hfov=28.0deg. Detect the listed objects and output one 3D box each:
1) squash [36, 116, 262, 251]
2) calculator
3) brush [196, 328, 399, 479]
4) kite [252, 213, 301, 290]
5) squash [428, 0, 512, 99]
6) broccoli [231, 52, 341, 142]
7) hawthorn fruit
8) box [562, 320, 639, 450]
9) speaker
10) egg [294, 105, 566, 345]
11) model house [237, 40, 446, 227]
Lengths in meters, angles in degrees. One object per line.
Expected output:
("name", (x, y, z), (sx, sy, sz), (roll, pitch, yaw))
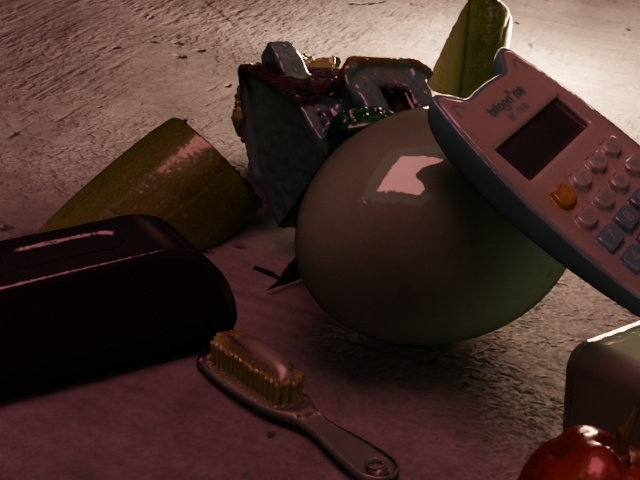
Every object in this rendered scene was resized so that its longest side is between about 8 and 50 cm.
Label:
("squash", (-0.229, -0.025, 1.707), (0.260, 0.189, 0.189), (-45, 46, -10))
("calculator", (0.294, -0.044, 1.350), (0.386, 0.054, 0.256), (39, 38, 10))
("brush", (-0.026, 0.162, 1.354), (0.068, 0.060, 0.296), (-19, 36, -41))
("kite", (0.000, 0.000, 1.597), (0.010, 0.183, 0.160), (40, -1, 31))
("squash", (0.222, -0.264, 1.941), (0.111, 0.289, 0.203), (-5, 31, -15))
("broccoli", (-0.024, -0.189, 1.880), (0.226, 0.176, 0.198), (-41, 81, -18))
("hawthorn fruit", (0.259, 0.196, 1.106), (0.165, 0.286, 0.165), (13, 31, -8))
("box", (0.407, 0.159, 1.333), (0.311, 0.175, 0.182), (-15, 26, -32))
("speaker", (-0.291, 0.039, 1.407), (0.388, 0.184, 0.180), (-13, 33, -32))
("egg", (0.140, -0.019, 1.487), (0.388, 0.276, 0.276), (-17, 35, -41))
("model house", (0.056, -0.176, 1.719), (0.280, 0.230, 0.249), (-1, 57, -33))
